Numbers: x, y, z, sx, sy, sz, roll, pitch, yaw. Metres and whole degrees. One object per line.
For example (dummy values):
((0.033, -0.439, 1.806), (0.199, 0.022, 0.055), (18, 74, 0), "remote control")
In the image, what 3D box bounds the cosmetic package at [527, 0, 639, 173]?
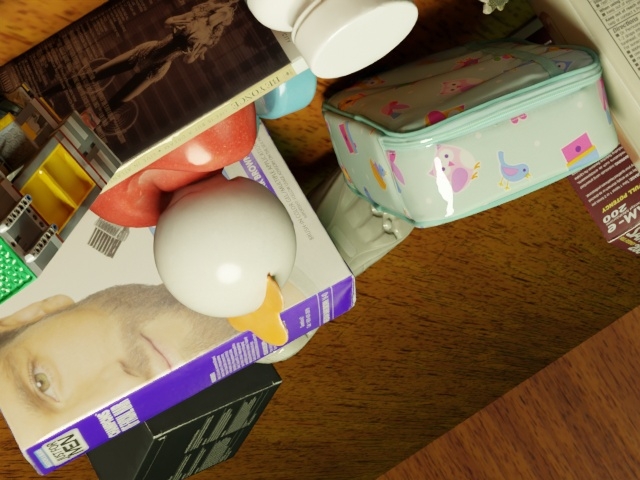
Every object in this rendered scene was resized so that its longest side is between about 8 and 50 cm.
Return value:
((0.312, -0.177, 1.579), (0.153, 0.296, 0.129), (-27, 163, -4), "cosmetic package")

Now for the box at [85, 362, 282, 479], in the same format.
((-0.178, 0.221, 2.198), (0.184, 0.103, 0.261), (-25, 162, -28), "box")

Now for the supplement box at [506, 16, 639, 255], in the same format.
((0.277, -0.106, 1.805), (0.073, 0.239, 0.130), (-35, 162, 15), "supplement box")

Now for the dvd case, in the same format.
((-0.122, -0.124, 1.254), (0.221, 0.164, 0.018), (-32, 137, 2), "dvd case")

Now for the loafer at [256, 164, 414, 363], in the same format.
((0.000, 0.000, 1.795), (0.111, 0.112, 0.319), (-7, -147, 52), "loafer")

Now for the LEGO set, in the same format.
((-0.294, -0.035, 1.134), (0.331, 0.255, 0.192), (-43, -169, 28), "LEGO set")

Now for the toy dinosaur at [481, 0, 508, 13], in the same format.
((0.111, -0.240, 1.385), (0.313, 0.160, 0.121), (-26, 121, -43), "toy dinosaur")

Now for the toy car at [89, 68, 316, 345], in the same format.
((-0.098, -0.017, 1.396), (0.219, 0.238, 0.210), (-22, 176, -31), "toy car")

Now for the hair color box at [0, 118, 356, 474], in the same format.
((-0.158, 0.051, 1.626), (0.339, 0.185, 0.110), (-29, 162, -8), "hair color box")

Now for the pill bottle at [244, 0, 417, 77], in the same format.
((-0.015, -0.202, 1.168), (0.108, 0.180, 0.108), (-27, 162, -9), "pill bottle")

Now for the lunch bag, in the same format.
((0.135, -0.111, 1.601), (0.224, 0.108, 0.279), (-24, -162, -11), "lunch bag")
